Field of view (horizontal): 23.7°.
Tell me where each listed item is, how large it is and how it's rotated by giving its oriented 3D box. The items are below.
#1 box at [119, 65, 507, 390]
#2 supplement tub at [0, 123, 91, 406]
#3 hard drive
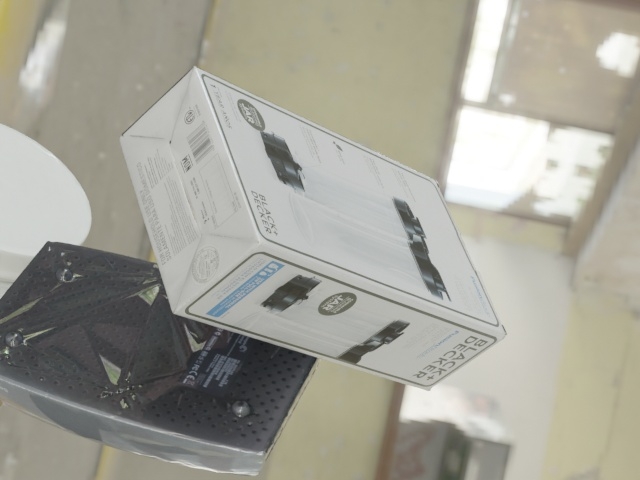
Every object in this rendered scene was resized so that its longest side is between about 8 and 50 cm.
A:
[{"bbox_3d":[0.000,0.000,1.141,0.087,0.290,0.169,-40,-126,26],"label":"box"},{"bbox_3d":[-0.378,0.056,1.486,0.316,0.228,0.228,-53,-170,30],"label":"supplement tub"},{"bbox_3d":[-0.134,0.092,1.184,0.172,0.254,0.054,-60,160,-47],"label":"hard drive"}]
